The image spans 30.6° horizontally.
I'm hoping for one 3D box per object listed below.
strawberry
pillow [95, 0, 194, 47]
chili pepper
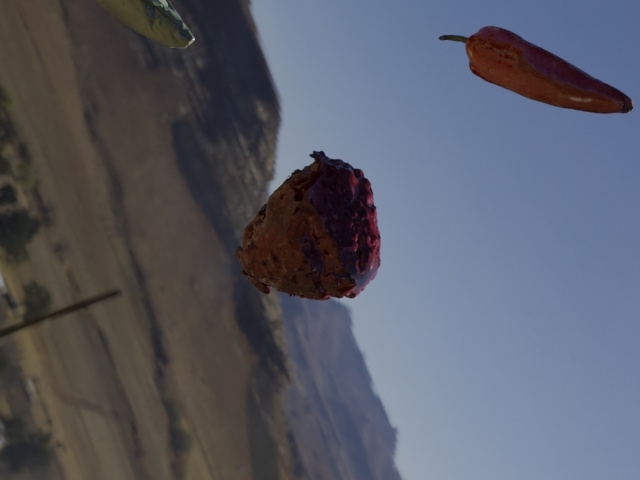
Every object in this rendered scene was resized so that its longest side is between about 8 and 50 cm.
[{"bbox_3d":[0.000,0.000,1.911,0.220,0.274,0.274,45,-8,13],"label":"strawberry"},{"bbox_3d":[-0.325,-0.407,1.710,0.274,0.076,0.280,45,-7,-36],"label":"pillow"},{"bbox_3d":[0.247,-0.205,1.392,0.272,0.071,0.063,31,-25,35],"label":"chili pepper"}]
